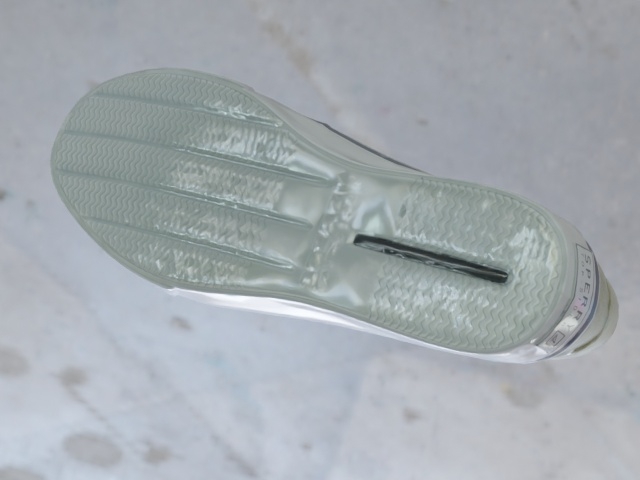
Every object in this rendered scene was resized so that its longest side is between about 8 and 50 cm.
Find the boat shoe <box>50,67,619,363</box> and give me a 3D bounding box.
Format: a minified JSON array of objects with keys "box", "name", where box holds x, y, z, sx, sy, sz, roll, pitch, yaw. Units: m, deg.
[{"box":[0.000,0.000,0.858,0.302,0.109,0.094,22,173,32],"name":"boat shoe"}]
